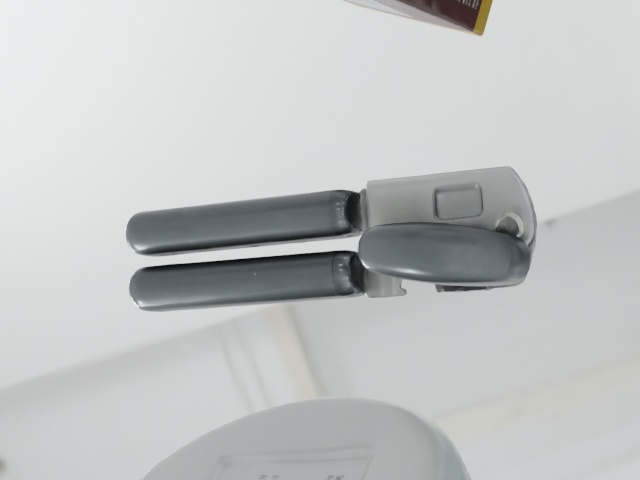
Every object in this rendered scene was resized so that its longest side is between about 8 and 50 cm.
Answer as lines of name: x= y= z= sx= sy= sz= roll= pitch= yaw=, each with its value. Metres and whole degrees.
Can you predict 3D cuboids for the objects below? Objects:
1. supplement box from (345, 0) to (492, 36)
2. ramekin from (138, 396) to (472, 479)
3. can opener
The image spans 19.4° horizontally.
supplement box: x=0.056 y=-0.278 z=1.446 sx=0.194 sy=0.129 sz=0.191 roll=8 pitch=-82 yaw=-60
ramekin: x=-0.013 y=0.220 z=1.203 sx=0.277 sy=0.277 sz=0.135 roll=-103 pitch=-6 yaw=-65
can opener: x=0.000 y=0.000 z=1.160 sx=0.093 sy=0.280 sz=0.074 roll=9 pitch=-103 yaw=-62
